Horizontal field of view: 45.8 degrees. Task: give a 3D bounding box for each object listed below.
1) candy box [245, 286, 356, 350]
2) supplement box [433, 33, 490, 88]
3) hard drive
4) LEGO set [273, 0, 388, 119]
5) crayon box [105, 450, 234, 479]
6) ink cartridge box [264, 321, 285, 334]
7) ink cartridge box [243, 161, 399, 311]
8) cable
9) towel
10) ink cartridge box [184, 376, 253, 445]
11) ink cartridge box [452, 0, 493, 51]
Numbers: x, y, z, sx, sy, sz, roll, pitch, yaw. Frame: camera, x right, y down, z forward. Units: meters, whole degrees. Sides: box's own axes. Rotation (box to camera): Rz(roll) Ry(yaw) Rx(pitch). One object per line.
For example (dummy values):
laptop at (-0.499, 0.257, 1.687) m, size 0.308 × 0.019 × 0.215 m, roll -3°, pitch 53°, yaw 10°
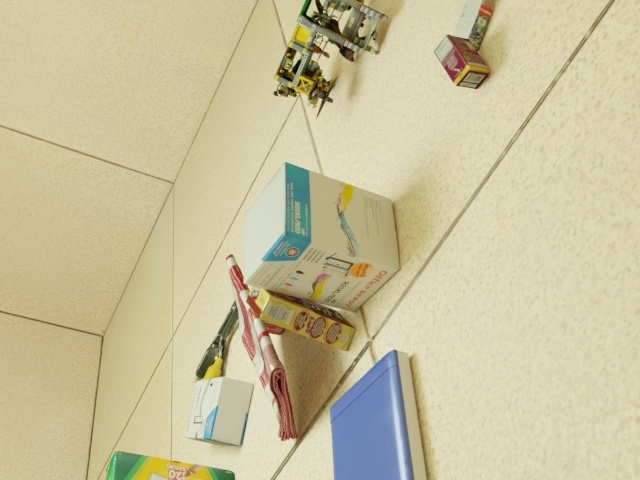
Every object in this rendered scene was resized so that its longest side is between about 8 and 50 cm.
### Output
candy box at (-0.038, 0.141, 1.421) m, size 0.053 × 0.187 × 0.109 m, roll -66°, pitch 22°, yaw 5°
supplement box at (0.236, -0.298, 1.264) m, size 0.043 × 0.055 × 0.083 m, roll -51°, pitch 51°, yaw 41°
hard drive at (0.085, 0.357, 1.165) m, size 0.210 × 0.040 × 0.318 m, roll -52°, pitch 30°, yaw 39°
LEGO set at (0.044, -0.449, 1.774) m, size 0.331 × 0.192 × 0.255 m, roll -63°, pitch -6°, yaw 13°
crayon box at (-0.327, 0.570, 1.644) m, size 0.081 × 0.279 × 0.165 m, roll -58°, pitch 26°, yaw 31°
ink cartridge box at (-0.083, 0.114, 1.695) m, size 0.175 × 0.072 × 0.127 m, roll -49°, pitch 32°, yaw 44°
ink cartridge box at (0.000, 0.000, 1.383) m, size 0.171 × 0.233 × 0.168 m, roll -48°, pitch 34°, yaw 44°
cable at (-0.261, 0.287, 2.041) m, size 0.287 × 0.072 × 0.139 m, roll -61°, pitch 4°, yaw -6°
towel at (-0.126, 0.213, 1.523) m, size 0.329 × 0.037 × 0.237 m, roll -120°, pitch 17°, yaw -45°
ink cartridge box at (-0.250, 0.415, 1.836) m, size 0.203 × 0.086 × 0.148 m, roll -26°, pitch 50°, yaw 59°
ink cartridge box at (0.269, -0.387, 1.324) m, size 0.115 × 0.029 × 0.063 m, roll -69°, pitch 22°, yaw 4°
